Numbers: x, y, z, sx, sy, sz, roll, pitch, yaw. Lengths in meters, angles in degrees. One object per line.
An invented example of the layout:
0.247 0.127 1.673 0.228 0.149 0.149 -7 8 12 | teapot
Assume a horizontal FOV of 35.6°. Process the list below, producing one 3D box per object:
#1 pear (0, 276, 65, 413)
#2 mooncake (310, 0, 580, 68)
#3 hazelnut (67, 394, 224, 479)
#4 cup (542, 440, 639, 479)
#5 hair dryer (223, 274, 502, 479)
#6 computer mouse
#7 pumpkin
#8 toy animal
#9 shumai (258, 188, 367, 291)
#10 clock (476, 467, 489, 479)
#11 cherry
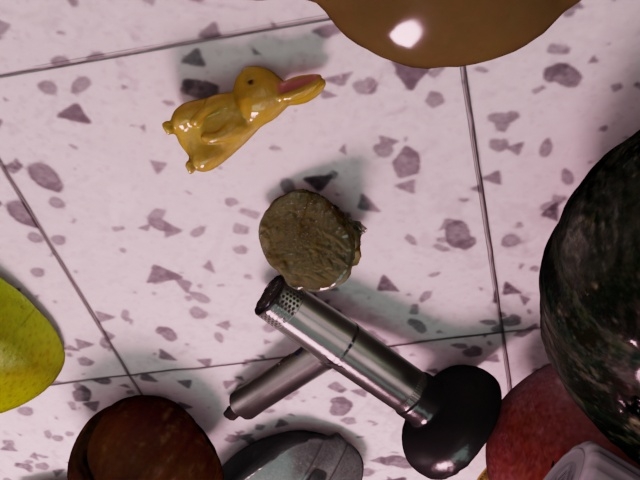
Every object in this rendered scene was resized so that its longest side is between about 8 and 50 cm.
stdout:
-0.454 0.171 1.258 0.288 0.139 0.239 -29 137 30 | pear
0.092 -0.329 0.610 0.467 0.262 0.467 -1 137 0 | mooncake
-0.238 0.332 1.357 0.218 0.218 0.234 1 134 1 | hazelnut
0.299 0.330 1.001 0.202 0.167 0.221 34 128 4 | cup
0.027 0.181 1.295 0.320 0.156 0.284 31 151 -11 | hair dryer
-0.082 0.410 1.497 0.203 0.114 0.374 26 131 -22 | computer mouse
0.438 0.066 0.946 0.454 0.344 0.454 9 139 8 | pumpkin
-0.070 -0.130 0.974 0.159 0.083 0.070 -28 102 14 | toy animal
0.001 -0.001 1.095 0.099 0.124 0.087 -51 158 19 | shumai
0.367 0.403 1.388 0.317 0.244 0.200 -11 151 18 | clock
0.337 0.264 1.208 0.261 0.307 0.221 -20 122 -9 | cherry
